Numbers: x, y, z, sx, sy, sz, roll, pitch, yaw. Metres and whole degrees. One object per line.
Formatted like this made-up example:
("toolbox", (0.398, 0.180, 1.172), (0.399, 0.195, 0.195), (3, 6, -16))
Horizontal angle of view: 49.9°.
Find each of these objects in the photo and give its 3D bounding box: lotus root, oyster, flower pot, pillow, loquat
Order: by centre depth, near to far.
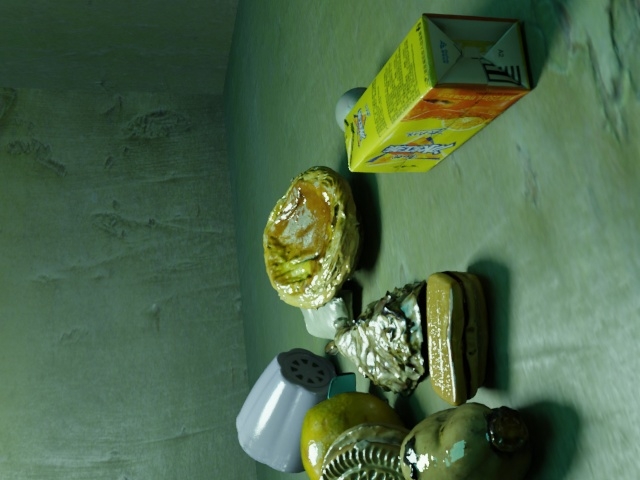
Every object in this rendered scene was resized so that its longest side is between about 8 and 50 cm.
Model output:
("lotus root", (0.198, 0.303, 0.961), (0.257, 0.154, 0.140), (120, 151, -56))
("loquat", (0.077, 0.409, 1.323), (0.246, 0.213, 0.214), (31, 123, 47))
("oyster", (0.118, 0.209, 1.347), (0.396, 0.110, 0.204), (135, 129, -64))
("pillow", (0.021, 0.177, 1.673), (0.181, 0.077, 0.134), (4, 108, 53))
("lotus root", (0.032, 0.275, 1.786), (0.083, 0.037, 0.030), (119, 150, -62))
("flower pot", (-0.072, 0.429, 1.822), (0.265, 0.265, 0.243), (-117, 41, -58))

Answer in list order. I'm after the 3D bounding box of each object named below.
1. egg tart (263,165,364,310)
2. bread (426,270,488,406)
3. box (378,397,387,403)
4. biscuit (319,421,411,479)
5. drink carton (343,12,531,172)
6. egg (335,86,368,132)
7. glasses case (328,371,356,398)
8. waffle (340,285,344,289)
("egg tart", (0.000, 0.000, 1.616), (0.352, 0.150, 0.352), (-14, 72, 53))
("bread", (0.208, 0.147, 1.054), (0.116, 0.077, 0.201), (-174, 81, -73))
("box", (0.110, 0.378, 1.477), (0.063, 0.060, 0.085), (173, 95, -83))
("biscuit", (0.112, 0.437, 1.171), (0.079, 0.259, 0.259), (-31, -54, -65))
("drink carton", (0.158, -0.207, 1.056), (0.351, 0.154, 0.111), (141, 126, -71))
("egg", (0.084, -0.264, 1.422), (0.135, 0.103, 0.103), (-150, 60, -71))
("glasses case", (0.052, 0.455, 1.563), (0.117, 0.070, 0.301), (-86, -7, -65))
("waffle", (0.014, 0.067, 1.808), (0.234, 0.055, 0.221), (115, 150, -49))
